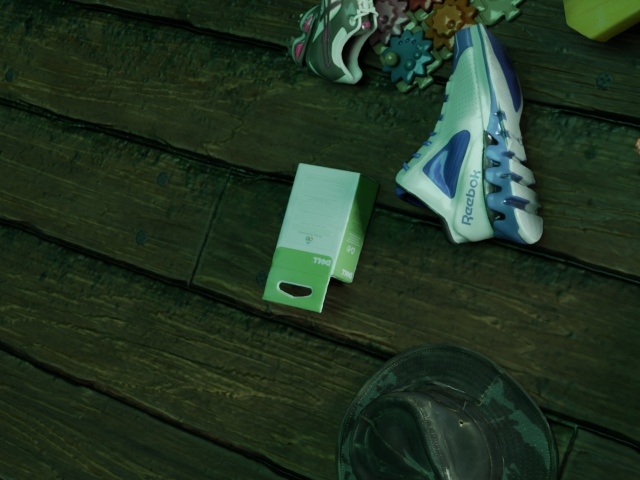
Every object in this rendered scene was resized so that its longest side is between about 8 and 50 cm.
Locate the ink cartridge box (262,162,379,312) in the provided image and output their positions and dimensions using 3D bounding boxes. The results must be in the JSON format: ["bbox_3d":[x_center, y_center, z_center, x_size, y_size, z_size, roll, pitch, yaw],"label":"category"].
[{"bbox_3d":[0.000,0.000,1.930,0.109,0.062,0.209,12,83,33],"label":"ink cartridge box"}]

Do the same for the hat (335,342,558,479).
[{"bbox_3d":[0.136,0.281,1.731,0.331,0.134,0.331,-9,71,28],"label":"hat"}]

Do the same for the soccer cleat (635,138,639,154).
[{"bbox_3d":[0.476,-0.172,1.700,0.076,0.068,0.196,30,94,18],"label":"soccer cleat"}]

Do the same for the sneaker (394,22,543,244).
[{"bbox_3d":[0.184,-0.130,1.819,0.182,0.127,0.315,-14,71,25],"label":"sneaker"}]

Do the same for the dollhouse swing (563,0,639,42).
[{"bbox_3d":[0.515,-0.430,1.733,0.305,0.315,0.346,134,134,-63],"label":"dollhouse swing"}]

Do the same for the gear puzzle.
[{"bbox_3d":[0.207,-0.369,1.921,0.339,0.044,0.175,-37,61,17],"label":"gear puzzle"}]

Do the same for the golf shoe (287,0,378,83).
[{"bbox_3d":[0.044,-0.363,1.946,0.120,0.105,0.273,34,124,35],"label":"golf shoe"}]
